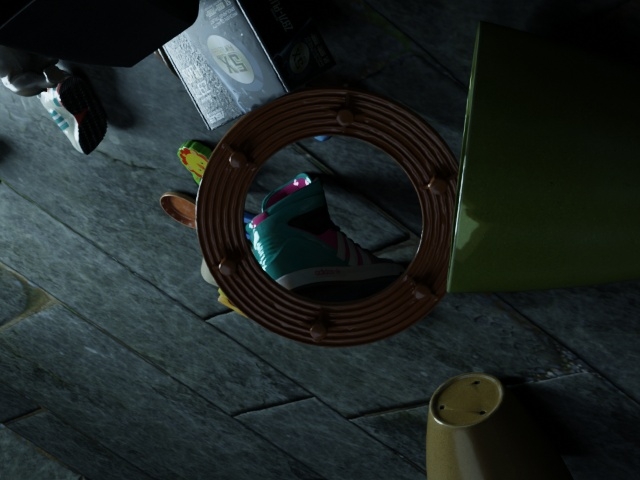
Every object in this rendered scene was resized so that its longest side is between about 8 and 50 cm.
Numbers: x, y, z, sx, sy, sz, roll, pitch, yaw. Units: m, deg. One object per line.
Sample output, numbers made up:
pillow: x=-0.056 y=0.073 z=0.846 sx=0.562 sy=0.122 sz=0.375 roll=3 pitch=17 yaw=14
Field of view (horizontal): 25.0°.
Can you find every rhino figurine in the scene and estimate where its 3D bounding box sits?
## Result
rhino figurine: x=-0.438 y=-0.281 z=1.887 sx=0.243 sy=0.073 sz=0.106 roll=43 pitch=147 yaw=-11

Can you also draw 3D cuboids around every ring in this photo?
ring: x=0.014 y=-0.021 z=1.742 sx=0.337 sy=0.032 sz=0.336 roll=1 pitch=112 yaw=4

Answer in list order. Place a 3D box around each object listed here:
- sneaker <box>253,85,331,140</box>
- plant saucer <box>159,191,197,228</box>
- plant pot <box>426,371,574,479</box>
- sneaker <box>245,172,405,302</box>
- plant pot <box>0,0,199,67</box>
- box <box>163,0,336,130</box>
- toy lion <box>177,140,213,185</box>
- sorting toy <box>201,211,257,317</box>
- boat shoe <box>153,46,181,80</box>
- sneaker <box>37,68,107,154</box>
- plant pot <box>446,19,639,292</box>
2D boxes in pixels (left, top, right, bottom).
sneaker: x=-0.058 y=-0.163 z=1.751 sx=0.162 sy=0.073 sz=0.063 roll=31 pitch=153 yaw=-10
plant saucer: x=-0.201 y=-0.047 z=2.158 sx=0.083 sy=0.013 sz=0.083 roll=22 pitch=153 yaw=12
plant pot: x=0.257 y=0.336 z=2.224 sx=0.237 sy=0.237 sz=0.254 roll=7 pitch=134 yaw=35
sneaker: x=0.000 y=0.000 z=1.947 sx=0.124 sy=0.178 sz=0.295 roll=-31 pitch=163 yaw=26
plant pot: x=-0.229 y=-0.291 z=1.540 sx=0.167 sy=0.187 sz=0.188 roll=27 pitch=142 yaw=-37
box: x=-0.090 y=-0.221 z=1.611 sx=0.180 sy=0.077 sz=0.147 roll=-17 pitch=105 yaw=55
toy lion: x=-0.157 y=-0.097 z=2.012 sx=0.096 sy=0.034 sz=0.100 roll=31 pitch=155 yaw=8
sorting toy: x=-0.099 y=0.067 z=2.231 sx=0.196 sy=0.047 sz=0.347 roll=25 pitch=154 yaw=3
boat shoe: x=-0.184 y=-0.252 z=1.733 sx=0.178 sy=0.064 sz=0.060 roll=45 pitch=179 yaw=-30
sneaker: x=-0.352 y=-0.187 z=2.013 sx=0.075 sy=0.057 sz=0.161 roll=33 pitch=159 yaw=26
plant pot: x=0.287 y=-0.066 z=1.440 sx=0.293 sy=0.275 sz=0.275 roll=7 pitch=151 yaw=4
